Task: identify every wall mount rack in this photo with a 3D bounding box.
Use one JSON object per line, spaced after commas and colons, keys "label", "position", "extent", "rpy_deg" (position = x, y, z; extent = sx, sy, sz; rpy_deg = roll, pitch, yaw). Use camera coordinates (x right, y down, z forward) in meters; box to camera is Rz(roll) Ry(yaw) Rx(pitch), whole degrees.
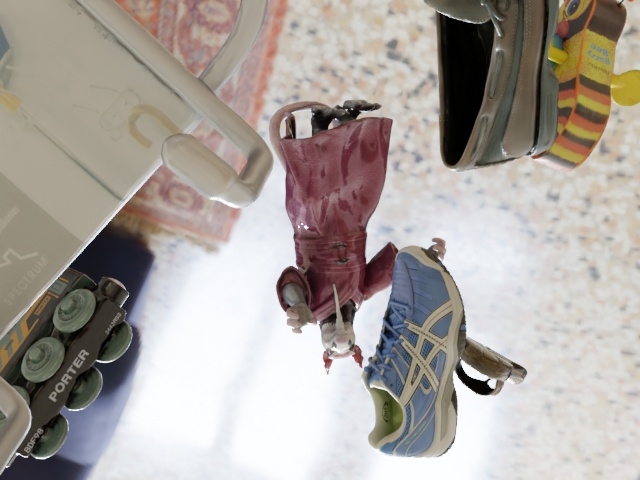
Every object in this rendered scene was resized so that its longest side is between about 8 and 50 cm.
{"label": "wall mount rack", "position": [-0.201, -0.058, 0.515], "extent": [0.304, 0.130, 0.350], "rpy_deg": [42, 107, -7]}

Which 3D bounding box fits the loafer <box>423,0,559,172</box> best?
{"label": "loafer", "position": [0.113, -0.156, 0.787], "extent": [0.084, 0.096, 0.267], "rpy_deg": [-26, 131, -11]}

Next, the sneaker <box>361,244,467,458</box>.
{"label": "sneaker", "position": [0.087, 0.110, 1.079], "extent": [0.081, 0.211, 0.080], "rpy_deg": [-3, -178, -34]}

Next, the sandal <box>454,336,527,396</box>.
{"label": "sandal", "position": [0.203, 0.164, 1.387], "extent": [0.090, 0.060, 0.219], "rpy_deg": [29, -179, 13]}

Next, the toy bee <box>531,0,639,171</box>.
{"label": "toy bee", "position": [0.315, -0.245, 1.378], "extent": [0.195, 0.298, 0.162], "rpy_deg": [-3, 159, -31]}

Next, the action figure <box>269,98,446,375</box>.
{"label": "action figure", "position": [0.000, 0.000, 1.509], "extent": [0.248, 0.370, 0.275], "rpy_deg": [-7, -167, -33]}

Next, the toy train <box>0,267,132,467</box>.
{"label": "toy train", "position": [-0.436, 0.190, 1.753], "extent": [0.190, 0.334, 0.142], "rpy_deg": [18, 159, 42]}
